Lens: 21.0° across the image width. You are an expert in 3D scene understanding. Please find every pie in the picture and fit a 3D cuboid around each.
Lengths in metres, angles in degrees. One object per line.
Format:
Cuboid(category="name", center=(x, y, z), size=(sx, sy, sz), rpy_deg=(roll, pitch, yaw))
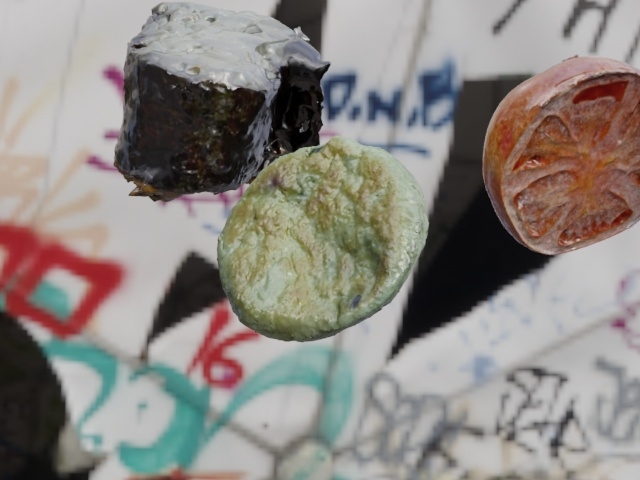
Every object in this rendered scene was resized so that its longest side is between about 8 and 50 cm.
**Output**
Cuboid(category="pie", center=(0.000, 0.000, 1.401), size=(0.187, 0.187, 0.041), rpy_deg=(-6, -29, 24))

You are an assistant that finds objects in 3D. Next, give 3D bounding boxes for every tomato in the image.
Cuboid(category="tomato", center=(0.277, -0.102, 1.910), size=(0.236, 0.237, 0.095), rpy_deg=(11, 25, -32))

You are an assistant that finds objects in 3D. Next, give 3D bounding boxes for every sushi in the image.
Cuboid(category="sushi", center=(-0.111, -0.151, 1.966), size=(0.234, 0.207, 0.348), rpy_deg=(11, 19, 5))
